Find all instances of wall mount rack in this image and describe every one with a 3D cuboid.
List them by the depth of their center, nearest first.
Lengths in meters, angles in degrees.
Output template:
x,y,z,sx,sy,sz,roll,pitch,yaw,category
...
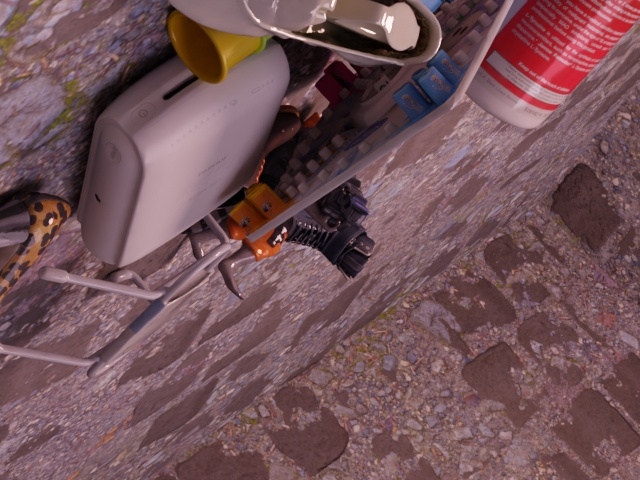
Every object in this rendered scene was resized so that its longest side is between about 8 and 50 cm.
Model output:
x,y,z,sx,sy,sz,roll,pitch,yaw,category
-0.287,0.080,2.052,0.304,0.130,0.350,-34,173,-48,wall mount rack

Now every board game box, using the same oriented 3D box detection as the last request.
x,y,z,sx,sy,sz,roll,pitch,yaw,category
0.080,-0.203,1.931,0.390,0.050,0.390,-33,-162,40,board game box

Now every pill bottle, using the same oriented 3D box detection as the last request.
x,y,z,sx,sy,sz,roll,pitch,yaw,category
0.382,-0.389,2.343,0.407,0.229,0.229,-48,166,25,pill bottle

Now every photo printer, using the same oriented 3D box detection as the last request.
x,y,z,sx,sy,sz,roll,pitch,yaw,category
-0.167,-0.121,1.832,0.256,0.107,0.307,-36,166,-30,photo printer

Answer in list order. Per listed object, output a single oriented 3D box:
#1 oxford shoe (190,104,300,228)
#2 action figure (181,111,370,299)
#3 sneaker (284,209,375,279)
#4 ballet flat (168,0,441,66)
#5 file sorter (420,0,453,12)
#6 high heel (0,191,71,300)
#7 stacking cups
x,y,z,sx,sy,sz,roll,pitch,yaw,category
-0.115,-0.100,2.078,0.271,0.098,0.097,-34,165,-33,oxford shoe
-0.048,-0.071,2.230,0.330,0.178,0.341,-47,-168,-4,action figure
0.001,-0.001,2.617,0.086,0.163,0.226,-48,165,30,sneaker
-0.002,-0.262,1.596,0.139,0.139,0.400,-48,148,22,ballet flat
0.228,-0.370,2.222,0.170,0.104,0.118,-47,167,14,file sorter
-0.384,0.057,1.775,0.186,0.093,0.261,-24,149,-38,high heel
-0.025,-0.297,1.717,0.316,0.096,0.096,-37,166,-25,stacking cups
